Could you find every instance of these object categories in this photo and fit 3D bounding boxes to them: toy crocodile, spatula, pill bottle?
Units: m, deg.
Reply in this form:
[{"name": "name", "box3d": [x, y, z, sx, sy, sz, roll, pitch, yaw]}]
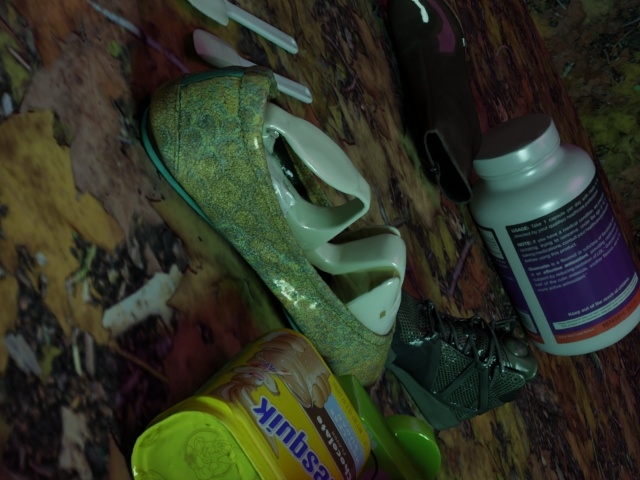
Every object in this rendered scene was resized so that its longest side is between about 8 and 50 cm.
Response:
[{"name": "toy crocodile", "box3d": [0.079, 0.242, 0.879, 0.340, 0.105, 0.115, 56, 9, -27]}, {"name": "spatula", "box3d": [-0.056, -0.142, 0.985, 0.242, 0.019, 0.168, 14, 54, -67]}, {"name": "pill bottle", "box3d": [0.326, -0.009, 1.578, 0.323, 0.181, 0.181, 63, 22, -22]}]

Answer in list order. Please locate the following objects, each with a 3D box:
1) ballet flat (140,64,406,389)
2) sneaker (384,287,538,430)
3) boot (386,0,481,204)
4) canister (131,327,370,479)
[{"name": "ballet flat", "box3d": [0.000, 0.000, 0.858, 0.348, 0.123, 0.123, 53, 27, -39]}, {"name": "sneaker", "box3d": [0.124, 0.092, 1.069, 0.227, 0.130, 0.087, 52, 26, -36]}, {"name": "boot", "box3d": [0.148, -0.193, 1.422, 0.207, 0.090, 0.248, -81, 149, -55]}, {"name": "canister", "box3d": [-0.034, 0.134, 0.702, 0.126, 0.073, 0.170, 58, 20, -3]}]
